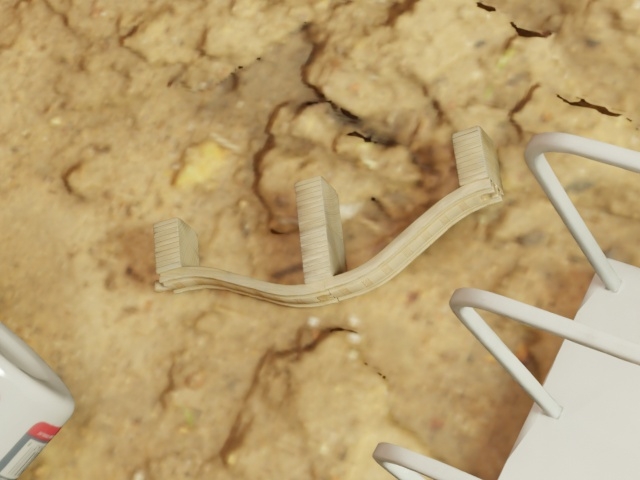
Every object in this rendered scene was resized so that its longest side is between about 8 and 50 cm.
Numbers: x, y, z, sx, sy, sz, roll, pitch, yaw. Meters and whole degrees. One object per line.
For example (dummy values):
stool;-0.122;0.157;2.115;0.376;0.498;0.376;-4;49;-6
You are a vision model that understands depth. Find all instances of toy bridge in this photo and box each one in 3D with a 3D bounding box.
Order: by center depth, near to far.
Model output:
toy bridge;0.000;0.000;0.772;0.188;0.026;0.063;-17;61;18

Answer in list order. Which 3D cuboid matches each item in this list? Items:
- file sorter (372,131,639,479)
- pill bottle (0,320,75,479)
file sorter;0.116;0.129;0.567;0.193;0.173;0.277;20;76;32
pill bottle;-0.220;0.115;0.773;0.180;0.108;0.108;-48;56;-3
